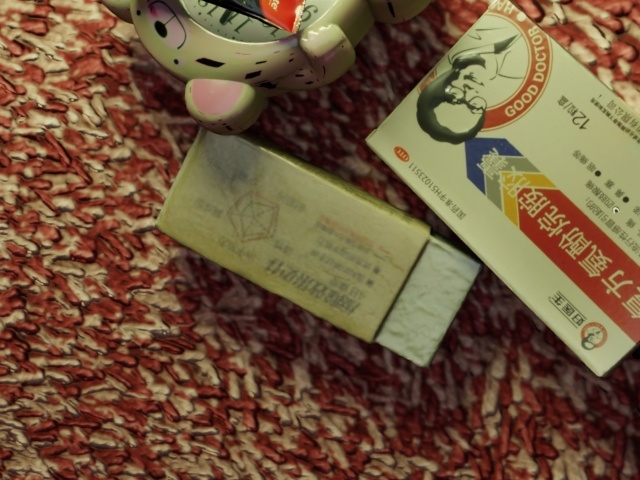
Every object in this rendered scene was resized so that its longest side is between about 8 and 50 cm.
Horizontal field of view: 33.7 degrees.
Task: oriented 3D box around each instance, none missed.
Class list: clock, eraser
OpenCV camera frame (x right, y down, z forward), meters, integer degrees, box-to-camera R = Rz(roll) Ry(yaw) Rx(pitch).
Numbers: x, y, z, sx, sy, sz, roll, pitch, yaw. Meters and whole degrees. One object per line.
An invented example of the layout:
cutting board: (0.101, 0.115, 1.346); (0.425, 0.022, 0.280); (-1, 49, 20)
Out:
clock: (-0.060, -0.284, 1.102); (0.309, 0.114, 0.284); (-39, 81, 5)
eraser: (0.000, 0.000, 1.172); (0.343, 0.078, 0.144); (28, 101, 4)

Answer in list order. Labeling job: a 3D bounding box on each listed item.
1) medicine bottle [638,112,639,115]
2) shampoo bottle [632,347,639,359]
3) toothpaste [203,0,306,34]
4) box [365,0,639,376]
medicine bottle: (0.367, -0.098, 1.110); (0.052, 0.052, 0.089); (-22, 94, 12)
shampoo bottle: (0.490, 0.066, 1.097); (0.323, 0.084, 0.129); (1, 100, 9)
toothpaste: (-0.103, -0.262, 1.037); (0.194, 0.045, 0.071); (17, 86, 6)
box: (0.241, -0.058, 1.088); (0.214, 0.069, 0.353); (-47, 71, 12)
